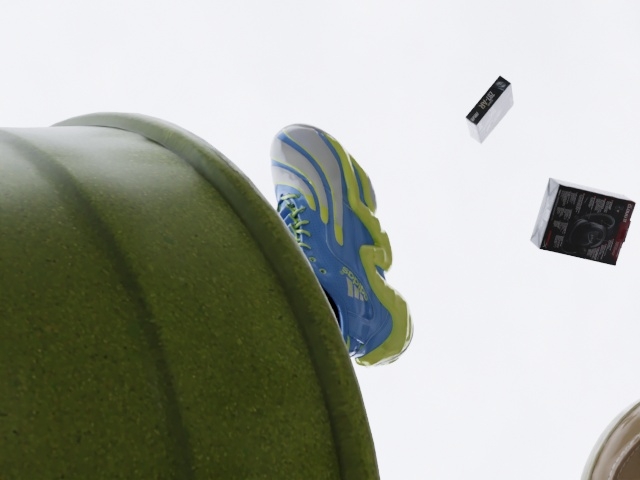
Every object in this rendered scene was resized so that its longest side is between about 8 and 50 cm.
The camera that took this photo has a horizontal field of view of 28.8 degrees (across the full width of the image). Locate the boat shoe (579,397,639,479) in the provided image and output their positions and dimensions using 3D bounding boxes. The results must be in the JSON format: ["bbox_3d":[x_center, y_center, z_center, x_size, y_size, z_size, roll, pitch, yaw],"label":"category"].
[{"bbox_3d":[0.397,0.188,1.247,0.341,0.110,0.121,-33,-90,-28],"label":"boat shoe"}]

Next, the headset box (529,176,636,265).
[{"bbox_3d":[0.238,-0.016,1.112,0.083,0.032,0.062,11,-76,-12],"label":"headset box"}]

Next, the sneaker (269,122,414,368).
[{"bbox_3d":[0.000,0.000,1.090,0.126,0.091,0.240,-3,-118,-59],"label":"sneaker"}]

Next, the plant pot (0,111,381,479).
[{"bbox_3d":[-0.228,0.126,0.441,0.353,0.366,0.366,0,-95,-43],"label":"plant pot"}]

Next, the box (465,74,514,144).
[{"bbox_3d":[0.205,-0.157,1.503,0.018,0.083,0.067,38,-93,16],"label":"box"}]
